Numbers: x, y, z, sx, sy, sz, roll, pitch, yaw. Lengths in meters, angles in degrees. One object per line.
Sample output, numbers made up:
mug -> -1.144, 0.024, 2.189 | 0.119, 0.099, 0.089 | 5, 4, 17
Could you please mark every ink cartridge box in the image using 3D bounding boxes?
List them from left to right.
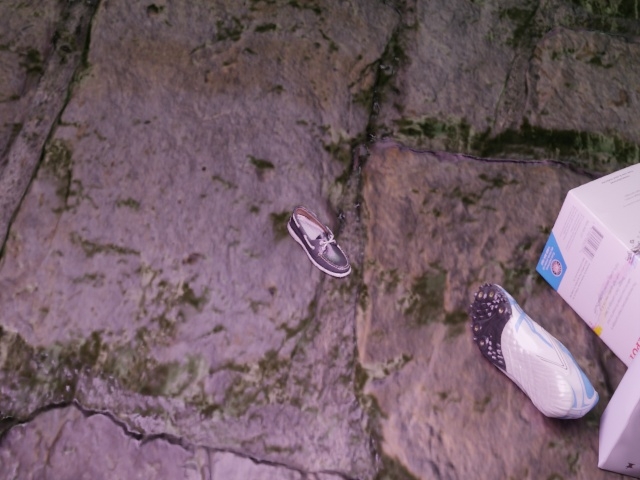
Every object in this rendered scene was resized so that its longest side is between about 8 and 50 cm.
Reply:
ink cartridge box -> 0.458, 0.038, 1.974 | 0.168, 0.171, 0.232 | -20, 56, -30

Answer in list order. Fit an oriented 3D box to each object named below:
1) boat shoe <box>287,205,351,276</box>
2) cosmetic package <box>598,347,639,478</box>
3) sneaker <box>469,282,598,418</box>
boat shoe -> 0.000, 0.000, 1.983 | 0.046, 0.038, 0.125 | -21, 55, -31
cosmetic package -> 0.573, 0.218, 1.752 | 0.377, 0.284, 0.097 | 15, 43, -1
sneaker -> 0.284, 0.151, 1.894 | 0.086, 0.085, 0.237 | 9, 35, -44
